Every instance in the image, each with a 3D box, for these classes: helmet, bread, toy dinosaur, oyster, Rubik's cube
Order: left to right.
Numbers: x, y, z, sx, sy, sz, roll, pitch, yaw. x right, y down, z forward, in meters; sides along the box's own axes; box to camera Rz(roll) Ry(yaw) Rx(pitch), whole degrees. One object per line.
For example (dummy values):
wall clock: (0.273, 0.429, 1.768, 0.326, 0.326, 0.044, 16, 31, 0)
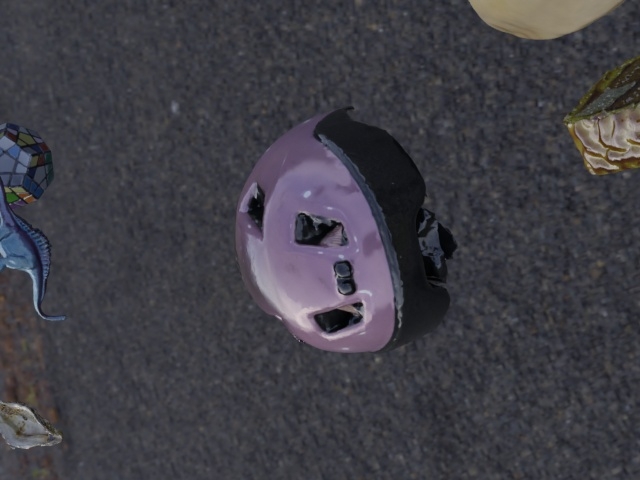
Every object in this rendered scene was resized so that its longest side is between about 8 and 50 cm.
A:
Rubik's cube: (-0.394, -0.094, 1.278, 0.093, 0.111, 0.111, -167, 66, -80)
toy dinosaur: (-0.355, 0.013, 1.167, 0.045, 0.080, 0.197, -137, 24, -73)
oyster: (-0.319, 0.196, 1.077, 0.093, 0.034, 0.051, 35, 128, -1)
helmet: (0.000, 0.000, 0.823, 0.253, 0.154, 0.198, 19, 126, 61)
bread: (0.418, -0.170, 1.267, 0.181, 0.222, 0.096, -14, 112, 53)

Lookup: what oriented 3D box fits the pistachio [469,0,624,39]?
pistachio: (0.227, -0.298, 0.884, 0.318, 0.214, 0.193, 119, 149, -58)
